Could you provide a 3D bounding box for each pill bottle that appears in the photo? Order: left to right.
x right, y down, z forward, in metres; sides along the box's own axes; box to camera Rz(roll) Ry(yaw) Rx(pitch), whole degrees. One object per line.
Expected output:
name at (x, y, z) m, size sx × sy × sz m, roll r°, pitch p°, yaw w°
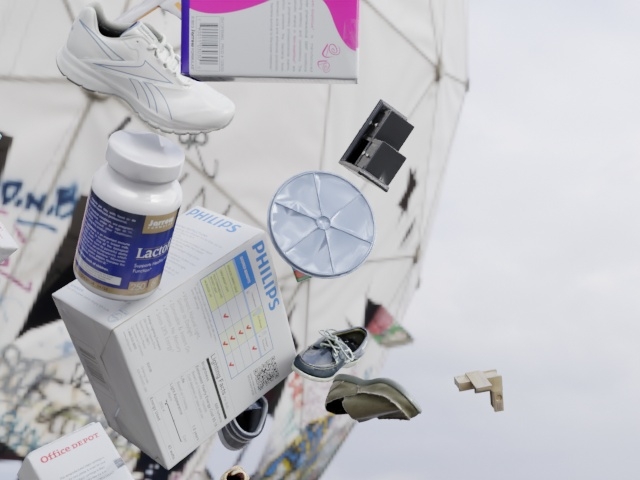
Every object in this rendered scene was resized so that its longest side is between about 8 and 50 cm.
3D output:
pill bottle at (-0.318, -0.042, 1.485) m, size 0.153 × 0.153 × 0.265 m, roll 9°, pitch -59°, yaw -18°

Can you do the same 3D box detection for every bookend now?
bookend at (0.123, -0.187, 1.730) m, size 0.072 × 0.156 × 0.157 m, roll 33°, pitch 4°, yaw -18°

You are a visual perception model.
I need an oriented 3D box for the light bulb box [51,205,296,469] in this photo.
light bulb box at (-0.271, 0.181, 1.752) m, size 0.225 × 0.361 × 0.358 m, roll 21°, pitch -46°, yaw 42°

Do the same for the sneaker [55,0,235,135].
sneaker at (-0.268, -0.265, 1.391) m, size 0.297 × 0.111 × 0.129 m, roll 25°, pitch -55°, yaw -7°

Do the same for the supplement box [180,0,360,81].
supplement box at (-0.059, -0.258, 1.127) m, size 0.220 × 0.111 × 0.114 m, roll 2°, pitch 6°, yaw 4°

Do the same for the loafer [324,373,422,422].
loafer at (0.098, 0.326, 1.742) m, size 0.094 × 0.087 × 0.251 m, roll 50°, pitch -28°, yaw -21°

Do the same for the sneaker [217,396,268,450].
sneaker at (-0.204, 0.331, 2.018) m, size 0.099 × 0.282 × 0.153 m, roll -13°, pitch -14°, yaw -28°

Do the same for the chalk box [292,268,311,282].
chalk box at (0.000, 0.000, 1.762) m, size 0.132 × 0.132 × 0.213 m, roll -20°, pitch 0°, yaw 9°

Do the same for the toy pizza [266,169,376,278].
toy pizza at (0.002, -0.027, 1.565) m, size 0.201 × 0.201 × 0.032 m, roll 8°, pitch -19°, yaw -14°

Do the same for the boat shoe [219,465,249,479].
boat shoe at (-0.173, 0.495, 1.806) m, size 0.063 × 0.059 × 0.170 m, roll 39°, pitch 10°, yaw 0°

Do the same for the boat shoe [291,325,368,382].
boat shoe at (0.028, 0.230, 1.828) m, size 0.095 × 0.079 × 0.254 m, roll 37°, pitch 20°, yaw 25°

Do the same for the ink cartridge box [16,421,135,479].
ink cartridge box at (-0.576, 0.625, 2.174) m, size 0.211 × 0.289 × 0.121 m, roll -20°, pitch -22°, yaw -43°

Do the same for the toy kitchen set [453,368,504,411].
toy kitchen set at (0.300, 0.290, 1.643) m, size 0.083 × 0.075 × 0.068 m, roll -9°, pitch 15°, yaw -6°

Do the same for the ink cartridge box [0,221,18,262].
ink cartridge box at (-0.614, -0.038, 1.376) m, size 0.119 × 0.207 × 0.353 m, roll -38°, pitch -8°, yaw 4°

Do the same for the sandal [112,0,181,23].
sandal at (-0.292, -0.443, 1.696) m, size 0.265 × 0.102 × 0.076 m, roll -32°, pitch -67°, yaw 2°
